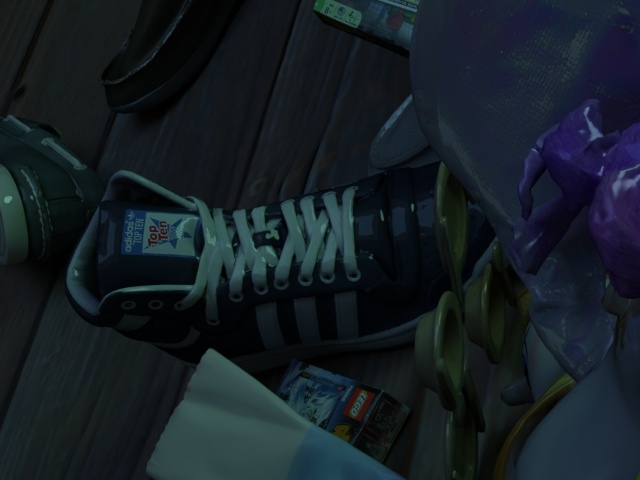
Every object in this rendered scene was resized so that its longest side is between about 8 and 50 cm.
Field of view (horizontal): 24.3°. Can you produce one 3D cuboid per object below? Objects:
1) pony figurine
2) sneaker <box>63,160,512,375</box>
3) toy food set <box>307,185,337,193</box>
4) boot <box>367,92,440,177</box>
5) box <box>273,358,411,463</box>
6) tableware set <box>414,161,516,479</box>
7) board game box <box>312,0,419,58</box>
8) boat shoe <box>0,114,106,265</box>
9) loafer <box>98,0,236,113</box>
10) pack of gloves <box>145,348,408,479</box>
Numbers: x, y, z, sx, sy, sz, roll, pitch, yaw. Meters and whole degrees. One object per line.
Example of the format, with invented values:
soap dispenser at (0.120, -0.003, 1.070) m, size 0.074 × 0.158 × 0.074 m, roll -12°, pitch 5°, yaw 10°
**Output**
pony figurine at (0.134, 0.040, 0.541) m, size 0.363 × 0.303 × 0.351 m, roll -70°, pitch 6°, yaw -53°
sneaker at (-0.027, 0.004, 0.863) m, size 0.282 × 0.153 × 0.099 m, roll -22°, pitch 55°, yaw 36°
toy food set at (0.000, 0.000, 0.973) m, size 0.078 × 0.019 × 0.122 m, roll -53°, pitch 32°, yaw 0°
boot at (0.098, -0.134, 0.880) m, size 0.258 × 0.123 × 0.095 m, roll -41°, pitch 34°, yaw 18°
box at (-0.015, 0.140, 0.850) m, size 0.094 × 0.027 × 0.137 m, roll 14°, pitch 70°, yaw 56°
tableware set at (0.073, 0.046, 0.739) m, size 0.020 × 0.141 × 0.168 m, roll -2°, pitch 53°, yaw 18°
board game box at (0.135, -0.129, 0.771) m, size 0.260 × 0.030 × 0.136 m, roll 26°, pitch 86°, yaw 22°
boat shoe at (-0.265, -0.053, 1.321) m, size 0.099 × 0.116 × 0.319 m, roll -13°, pitch 18°, yaw -18°
loafer at (-0.119, -0.223, 1.274) m, size 0.251 × 0.087 × 0.094 m, roll -56°, pitch 32°, yaw -6°
pack of gloves at (-0.020, 0.193, 0.774) m, size 0.232 × 0.046 × 0.195 m, roll 29°, pitch 93°, yaw 42°
